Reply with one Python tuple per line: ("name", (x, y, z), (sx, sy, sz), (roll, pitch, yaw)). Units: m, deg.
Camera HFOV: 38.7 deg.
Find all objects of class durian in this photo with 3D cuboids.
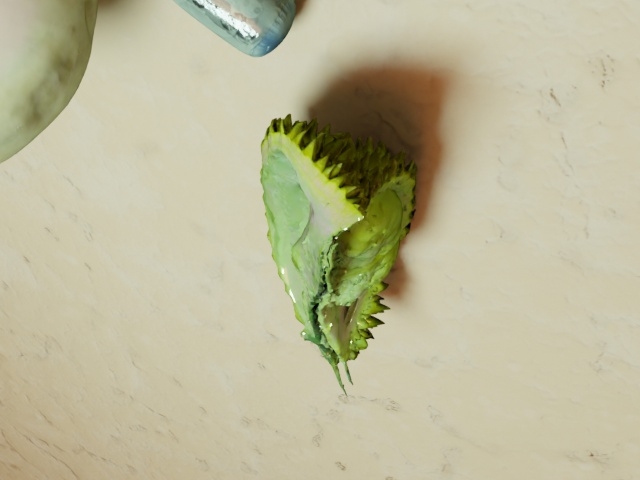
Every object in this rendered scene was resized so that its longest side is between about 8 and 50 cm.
("durian", (0.000, 0.000, 0.863), (0.158, 0.169, 0.352), (15, 153, 6))

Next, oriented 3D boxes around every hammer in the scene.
("hammer", (-0.048, -0.244, 0.736), (0.116, 0.069, 0.194), (37, 135, -3))

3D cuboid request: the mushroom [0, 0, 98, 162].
("mushroom", (-0.388, -0.223, 0.778), (0.353, 0.325, 0.353), (22, 130, 28))
